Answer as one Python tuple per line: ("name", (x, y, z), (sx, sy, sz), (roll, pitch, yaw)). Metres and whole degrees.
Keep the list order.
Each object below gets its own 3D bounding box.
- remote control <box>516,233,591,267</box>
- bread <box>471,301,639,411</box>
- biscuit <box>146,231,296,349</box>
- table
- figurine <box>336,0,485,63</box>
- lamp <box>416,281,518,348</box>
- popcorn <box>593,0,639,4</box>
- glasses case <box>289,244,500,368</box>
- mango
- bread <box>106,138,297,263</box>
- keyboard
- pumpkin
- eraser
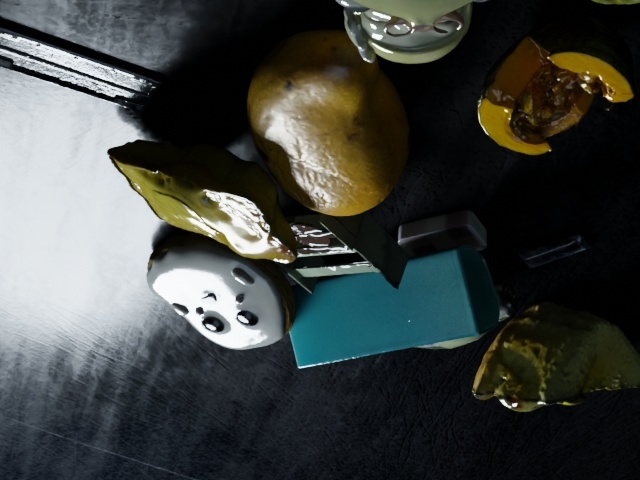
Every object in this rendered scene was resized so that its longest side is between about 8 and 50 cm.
("remote control", (0.306, 0.015, 1.786), (0.096, 0.014, 0.039), (-19, 140, 27))
("bread", (0.325, 0.152, 1.877), (0.252, 0.133, 0.174), (-5, -172, -41))
("biscuit", (-0.130, 0.073, 1.822), (0.181, 0.049, 0.208), (-27, 116, 39))
("table", (0.000, 0.000, 1.708), (0.146, 0.062, 0.175), (-5, 145, 39))
("figurine", (0.082, -0.277, 1.174), (0.227, 0.274, 0.394), (-1, 163, 5))
("lamp", (0.155, 0.103, 1.851), (0.250, 0.101, 0.101), (-16, 142, 32))
("popcorn", (0.259, -0.307, 1.182), (0.221, 0.183, 0.204), (25, 129, -8))
("glasses case", (0.088, 0.087, 1.796), (0.301, 0.117, 0.070), (-14, 180, 40))
("mango", (0.010, -0.137, 1.498), (0.177, 0.120, 0.295), (6, 145, 9))
("bread", (-0.127, -0.054, 1.604), (0.233, 0.088, 0.161), (23, 167, 33))
("keyboard", (-0.281, -0.191, 1.532), (0.198, 0.010, 0.063), (17, 142, -20))
("pumpkin", (0.251, -0.175, 1.432), (0.119, 0.107, 0.183), (31, 144, -24))
("eraser", (0.157, -0.004, 1.758), (0.105, 0.026, 0.065), (-14, 140, 25))
